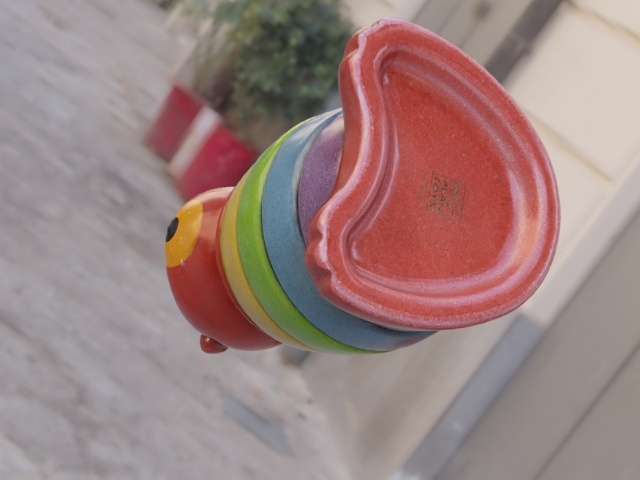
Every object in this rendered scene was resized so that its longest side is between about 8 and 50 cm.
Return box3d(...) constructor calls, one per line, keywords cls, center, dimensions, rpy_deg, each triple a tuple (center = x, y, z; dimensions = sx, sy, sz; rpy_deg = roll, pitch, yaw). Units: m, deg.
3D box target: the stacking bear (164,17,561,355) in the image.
box3d(cls="stacking bear", center=(0.000, 0.000, 1.090), dimensions=(0.164, 0.175, 0.289), rpy_deg=(22, -22, -27))
